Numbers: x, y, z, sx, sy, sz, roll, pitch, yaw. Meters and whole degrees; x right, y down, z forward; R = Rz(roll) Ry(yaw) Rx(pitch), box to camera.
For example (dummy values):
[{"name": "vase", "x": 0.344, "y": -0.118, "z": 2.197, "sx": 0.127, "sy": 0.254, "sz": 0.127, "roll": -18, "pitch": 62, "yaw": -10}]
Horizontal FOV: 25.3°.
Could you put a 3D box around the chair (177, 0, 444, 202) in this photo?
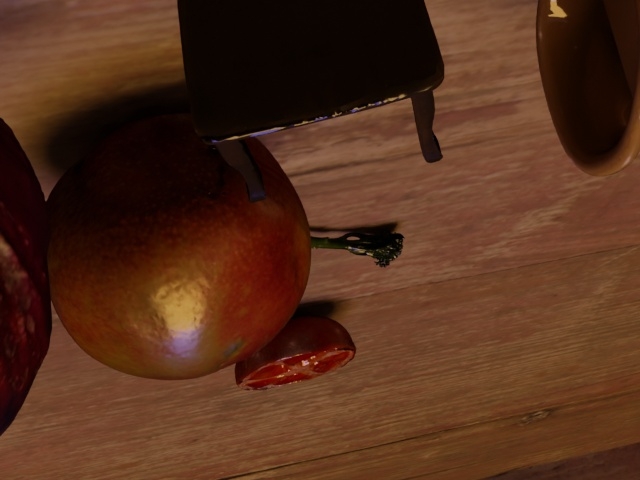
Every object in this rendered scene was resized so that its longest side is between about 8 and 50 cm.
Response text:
[{"name": "chair", "x": -0.017, "y": -0.161, "z": 0.879, "sx": 0.160, "sy": 0.186, "sz": 0.319, "roll": -12, "pitch": 162, "yaw": 4}]

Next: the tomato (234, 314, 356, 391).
[{"name": "tomato", "x": -0.038, "y": 0.133, "z": 1.776, "sx": 0.155, "sy": 0.069, "sz": 0.155, "roll": -15, "pitch": 163, "yaw": -5}]

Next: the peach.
[{"name": "peach", "x": -0.119, "y": 0.007, "z": 1.191, "sx": 0.231, "sy": 0.231, "sz": 0.231, "roll": -14, "pitch": 159, "yaw": -5}]

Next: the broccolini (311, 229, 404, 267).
[{"name": "broccolini", "x": 0.000, "y": -0.001, "z": 1.524, "sx": 0.218, "sy": 0.042, "sz": 0.044, "roll": 7, "pitch": 152, "yaw": -33}]

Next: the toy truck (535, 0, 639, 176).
[{"name": "toy truck", "x": 0.290, "y": -0.172, "z": 1.033, "sx": 0.211, "sy": 0.204, "sz": 0.288, "roll": -9, "pitch": 161, "yaw": -11}]

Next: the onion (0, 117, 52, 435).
[{"name": "onion", "x": -0.372, "y": -0.008, "z": 0.829, "sx": 0.398, "sy": 0.398, "sz": 0.420, "roll": -15, "pitch": 133, "yaw": -1}]
